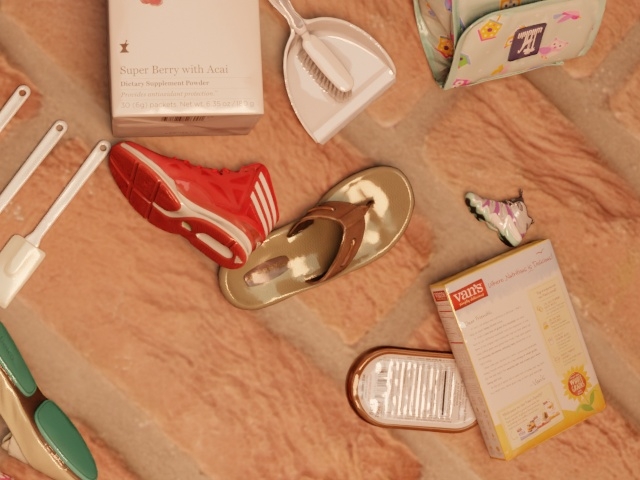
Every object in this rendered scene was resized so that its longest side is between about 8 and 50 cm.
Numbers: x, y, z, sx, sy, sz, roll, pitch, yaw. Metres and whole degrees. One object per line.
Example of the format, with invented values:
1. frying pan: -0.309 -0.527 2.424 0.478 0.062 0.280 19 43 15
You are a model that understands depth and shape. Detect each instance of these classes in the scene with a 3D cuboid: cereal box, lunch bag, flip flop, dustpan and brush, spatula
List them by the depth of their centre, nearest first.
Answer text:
1. spatula: -0.383 -0.062 1.411 0.168 0.019 0.242 35 82 -6
2. flip flop: 0.000 0.000 1.445 0.277 0.080 0.112 -27 92 -10
3. lunch bag: 0.236 -0.332 1.464 0.223 0.160 0.262 -17 115 -14
4. dustpan and brush: -0.012 -0.247 1.465 0.147 0.060 0.211 -41 95 -10
5. cereal box: 0.255 0.137 1.478 0.173 0.047 0.240 -21 94 -24

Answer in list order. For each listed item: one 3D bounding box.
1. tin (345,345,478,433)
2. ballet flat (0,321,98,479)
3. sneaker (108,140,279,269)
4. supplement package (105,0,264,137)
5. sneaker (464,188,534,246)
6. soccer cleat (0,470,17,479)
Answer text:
1. tin: 0.128 0.193 1.483 0.189 0.040 0.106 5 90 -10
2. ballet flat: -0.360 0.205 1.379 0.086 0.086 0.248 -32 92 -10
3. sneaker: -0.149 -0.067 1.438 0.221 0.087 0.128 40 51 6
4. supplement package: -0.168 -0.280 1.380 0.177 0.175 0.293 -3 87 -9
5. sneaker: 0.240 -0.046 1.515 0.098 0.038 0.069 43 79 -15
6. soccer cleat: -0.452 0.250 1.337 0.331 0.143 0.116 31 122 -26
